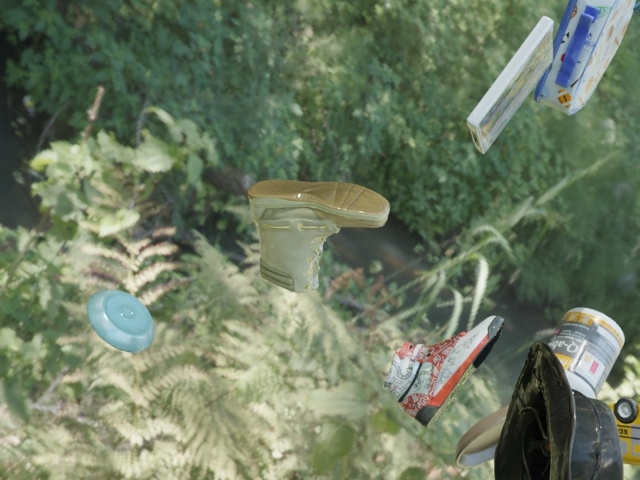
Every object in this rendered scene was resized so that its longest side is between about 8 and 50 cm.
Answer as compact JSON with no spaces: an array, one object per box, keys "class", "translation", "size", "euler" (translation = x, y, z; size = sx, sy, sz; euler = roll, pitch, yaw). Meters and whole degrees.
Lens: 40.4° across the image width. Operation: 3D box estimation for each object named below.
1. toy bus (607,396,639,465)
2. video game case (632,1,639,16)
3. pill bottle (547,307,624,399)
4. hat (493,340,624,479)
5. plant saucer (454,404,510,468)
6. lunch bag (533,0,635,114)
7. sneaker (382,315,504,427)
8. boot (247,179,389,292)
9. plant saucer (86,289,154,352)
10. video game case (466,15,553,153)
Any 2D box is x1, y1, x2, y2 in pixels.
[{"class":"toy bus","translation":[0.666,0.368,1.657],"size":[0.108,0.332,0.130],"euler":[6,82,-37]},{"class":"video game case","translation":[0.618,-0.357,1.444],"size":[0.166,0.015,0.119],"euler":[38,-19,-11]},{"class":"pill bottle","translation":[0.623,0.316,2.145],"size":[0.162,0.162,0.278],"euler":[40,63,-4]},{"class":"hat","translation":[0.350,0.310,1.228],"size":[0.134,0.331,0.331],"euler":[5,30,-4]},{"class":"plant saucer","translation":[0.466,0.507,2.282],"size":[0.278,0.278,0.041],"euler":[14,36,-47]},{"class":"lunch bag","translation":[0.563,-0.428,1.856],"size":[0.115,0.303,0.243],"euler":[27,29,21]},{"class":"sneaker","translation":[0.239,0.229,1.747],"size":[0.145,0.270,0.090],"euler":[38,6,25]},{"class":"boot","translation":[0.000,0.000,1.587],"size":[0.262,0.203,0.095],"euler":[5,31,15]},{"class":"plant saucer","translation":[-0.304,0.119,1.349],"size":[0.119,0.021,0.119],"euler":[34,30,-22]},{"class":"video game case","translation":[0.310,-0.246,1.411],"size":[0.023,0.201,0.183],"euler":[37,2,16]}]
